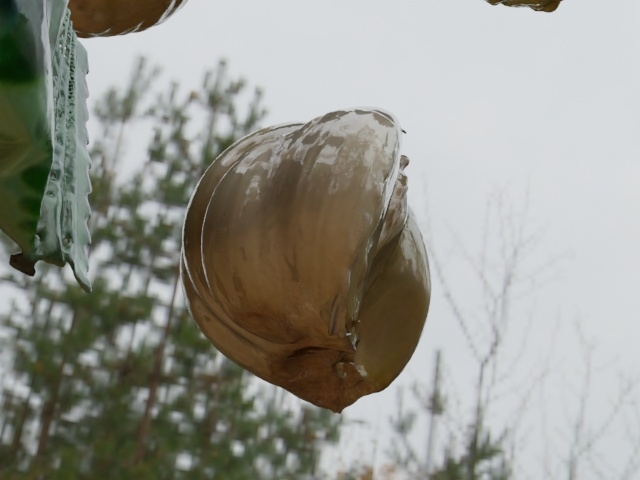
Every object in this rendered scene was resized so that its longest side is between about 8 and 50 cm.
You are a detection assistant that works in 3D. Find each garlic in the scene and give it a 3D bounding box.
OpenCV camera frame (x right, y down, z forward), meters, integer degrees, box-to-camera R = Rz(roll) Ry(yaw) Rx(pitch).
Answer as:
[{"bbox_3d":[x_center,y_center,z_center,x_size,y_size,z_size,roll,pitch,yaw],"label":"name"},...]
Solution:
[{"bbox_3d":[-0.014,-0.001,1.016,0.184,0.203,0.281,12,-23,20],"label":"garlic"}]

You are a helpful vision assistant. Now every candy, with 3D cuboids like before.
[{"bbox_3d":[-0.244,-0.153,0.989,0.171,0.263,0.398,-7,-32,20],"label":"candy"}]

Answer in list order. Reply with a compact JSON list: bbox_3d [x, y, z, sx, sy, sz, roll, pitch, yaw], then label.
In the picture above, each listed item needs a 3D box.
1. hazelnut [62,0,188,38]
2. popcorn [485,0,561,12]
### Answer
[{"bbox_3d":[-0.254,-0.310,1.494,0.261,0.261,0.241,8,-53,0],"label":"hazelnut"},{"bbox_3d":[0.179,-0.323,1.243,0.194,0.256,0.255,-1,-14,-2],"label":"popcorn"}]
